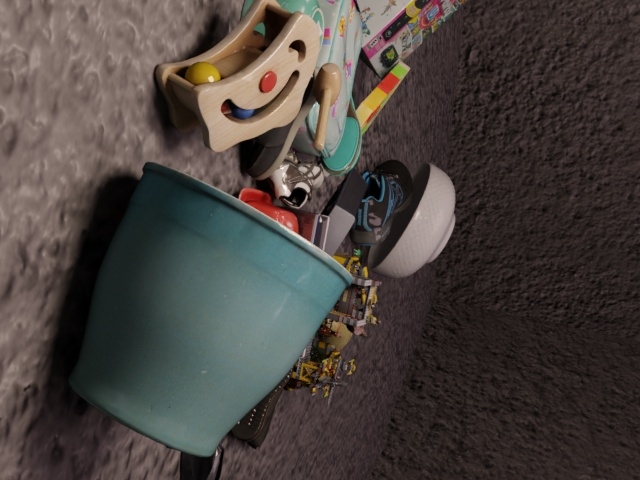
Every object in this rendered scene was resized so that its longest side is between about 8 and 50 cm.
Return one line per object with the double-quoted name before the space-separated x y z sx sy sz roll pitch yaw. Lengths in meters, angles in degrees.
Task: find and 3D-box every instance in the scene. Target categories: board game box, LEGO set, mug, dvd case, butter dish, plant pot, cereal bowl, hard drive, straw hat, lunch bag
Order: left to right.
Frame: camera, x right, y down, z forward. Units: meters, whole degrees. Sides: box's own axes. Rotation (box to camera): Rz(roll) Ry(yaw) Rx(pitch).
"plant pot" -0.141 0.090 0.900 0.255 0.271 0.271 -61 162 -7
"butter dish" -0.077 0.004 1.290 0.160 0.118 0.160 8 94 -75
"mug" -0.050 -0.328 1.186 0.129 0.097 0.158 -41 140 -66
"dvd case" -0.055 0.065 1.376 0.179 0.029 0.238 15 -85 63
"lunch bag" -0.001 -0.293 1.367 0.224 0.108 0.279 48 55 -71
"hard drive" 0.000 0.000 1.465 0.254 0.054 0.172 -55 -174 33
"straw hat" 0.018 0.187 1.852 0.061 0.144 0.144 29 66 -30
"LEGO set" 0.051 0.180 1.678 0.255 0.192 0.331 20 84 -66
"board game box" 0.189 -0.495 1.633 0.303 0.097 0.224 -43 167 7
"cereal bowl" 0.270 -0.038 2.200 0.339 0.141 0.339 -59 -170 17

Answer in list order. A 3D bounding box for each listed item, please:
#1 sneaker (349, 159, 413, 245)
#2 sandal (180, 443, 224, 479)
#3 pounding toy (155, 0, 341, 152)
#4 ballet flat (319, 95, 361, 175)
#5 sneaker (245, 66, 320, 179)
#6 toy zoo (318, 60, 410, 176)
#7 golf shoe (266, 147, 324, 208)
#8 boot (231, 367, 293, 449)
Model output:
"sneaker" 0.163 -0.130 2.046 0.341 0.125 0.139 -63 154 -50
"sandal" -0.187 0.389 1.286 0.097 0.054 0.254 -19 119 -73
"pounding toy" -0.056 -0.205 1.000 0.269 0.155 0.154 -30 142 -40
"ballet flat" 0.033 -0.220 1.500 0.087 0.083 0.247 82 4 -68
"sneaker" -0.094 -0.190 1.195 0.083 0.118 0.222 -95 -151 -44
"toy zoo" 0.084 -0.248 1.665 0.192 0.030 0.293 -53 180 39
"golf shoe" -0.045 -0.095 1.375 0.198 0.077 0.094 13 63 -66
"boot" -0.104 0.295 1.511 0.198 0.077 0.137 -58 163 -20
